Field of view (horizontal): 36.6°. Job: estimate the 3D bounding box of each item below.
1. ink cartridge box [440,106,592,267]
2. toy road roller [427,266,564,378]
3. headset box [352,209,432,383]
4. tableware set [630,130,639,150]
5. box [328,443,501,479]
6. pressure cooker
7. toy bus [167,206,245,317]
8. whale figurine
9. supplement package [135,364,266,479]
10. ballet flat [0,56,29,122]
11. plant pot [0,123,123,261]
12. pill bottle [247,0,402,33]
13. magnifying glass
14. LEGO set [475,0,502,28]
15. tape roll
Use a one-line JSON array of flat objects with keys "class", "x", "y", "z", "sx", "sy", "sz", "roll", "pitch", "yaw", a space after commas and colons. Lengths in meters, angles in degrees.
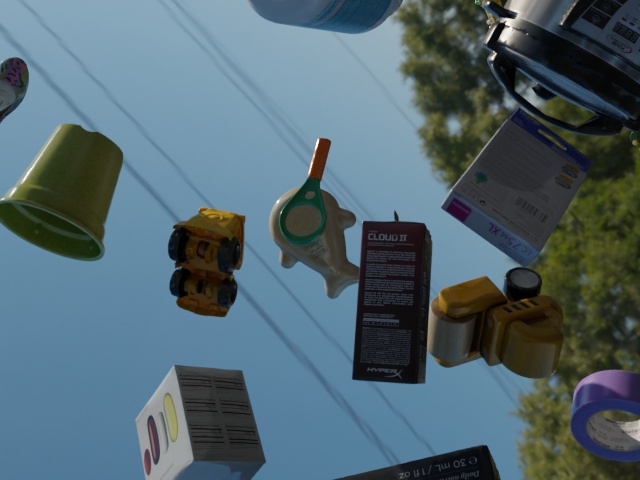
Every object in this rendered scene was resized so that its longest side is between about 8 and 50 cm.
[{"class": "ink cartridge box", "x": 0.364, "y": -0.104, "z": 1.763, "sx": 0.186, "sy": 0.065, "sz": 0.311, "roll": 36, "pitch": -130, "yaw": 6}, {"class": "toy road roller", "x": 0.443, "y": 0.226, "z": 2.364, "sx": 0.329, "sy": 0.202, "sz": 0.240, "roll": -13, "pitch": -141, "yaw": -18}, {"class": "headset box", "x": 0.129, "y": 0.097, "z": 1.659, "sx": 0.218, "sy": 0.110, "sz": 0.293, "roll": 37, "pitch": -124, "yaw": -78}, {"class": "tableware set", "x": 0.784, "y": -0.276, "z": 2.259, "sx": 0.024, "sy": 0.154, "sz": 0.104, "roll": 47, "pitch": -178, "yaw": 39}, {"class": "box", "x": 0.160, "y": 0.706, "z": 1.858, "sx": 0.297, "sy": 0.480, "sz": 0.472, "roll": 64, "pitch": -166, "yaw": -52}, {"class": "pressure cooker", "x": 0.558, "y": -0.428, "z": 1.956, "sx": 0.375, "sy": 0.420, "sz": 0.370, "roll": 17, "pitch": -162, "yaw": -50}, {"class": "toy bus", "x": -0.237, "y": 0.032, "z": 2.185, "sx": 0.149, "sy": 0.220, "sz": 0.211, "roll": 11, "pitch": -152, "yaw": 13}, {"class": "whale figurine", "x": 0.000, "y": 0.000, "z": 2.288, "sx": 0.272, "sy": 0.216, "sz": 0.141, "roll": 55, "pitch": -166, "yaw": 5}, {"class": "supplement package", "x": -0.227, "y": 0.370, "z": 1.791, "sx": 0.149, "sy": 0.194, "sz": 0.203, "roll": 10, "pitch": -137, "yaw": -32}, {"class": "ballet flat", "x": -0.648, "y": -0.271, "z": 1.922, "sx": 0.077, "sy": 0.221, "sz": 0.079, "roll": 40, "pitch": -142, "yaw": -13}, {"class": "plant pot", "x": -0.596, "y": -0.127, "z": 2.302, "sx": 0.276, "sy": 0.276, "sz": 0.254, "roll": 36, "pitch": -119, "yaw": -34}, {"class": "pill bottle", "x": 0.018, "y": -0.366, "z": 1.353, "sx": 0.146, "sy": 0.146, "sz": 0.264, "roll": 54, "pitch": -150, "yaw": 17}, {"class": "magnifying glass", "x": -0.018, "y": -0.096, "z": 1.887, "sx": 0.026, "sy": 0.092, "sz": 0.231, "roll": 65, "pitch": -144, "yaw": -64}, {"class": "LEGO set", "x": 0.457, "y": -0.562, "z": 2.422, "sx": 0.287, "sy": 0.132, "sz": 0.107, "roll": 27, "pitch": 180, "yaw": -18}, {"class": "tape roll", "x": 0.600, "y": 0.352, "z": 1.941, "sx": 0.189, "sy": 0.189, "sz": 0.080, "roll": 42, "pitch": -139, "yaw": -18}]
